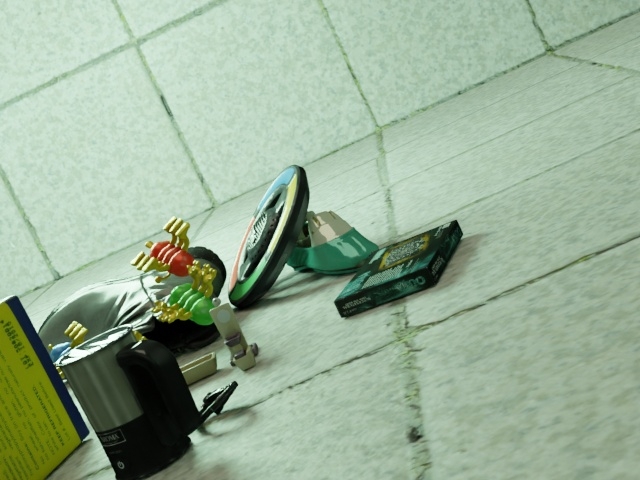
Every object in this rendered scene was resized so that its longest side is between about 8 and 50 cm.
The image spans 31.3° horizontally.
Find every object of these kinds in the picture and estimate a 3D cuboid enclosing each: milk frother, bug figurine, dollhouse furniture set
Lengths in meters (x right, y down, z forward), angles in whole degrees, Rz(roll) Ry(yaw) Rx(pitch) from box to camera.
[{"bbox_3d":[-0.167,0.145,1.149,0.129,0.134,0.143,-21,10,20],"label":"milk frother"},{"bbox_3d":[-0.235,0.105,1.473,0.279,0.072,0.216,-47,37,-12],"label":"bug figurine"},{"bbox_3d":[-0.142,0.125,1.354,0.114,0.081,0.091,-25,9,2],"label":"dollhouse furniture set"}]

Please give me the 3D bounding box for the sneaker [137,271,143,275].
[{"bbox_3d":[-0.276,0.105,1.860,0.095,0.090,0.235,5,33,47],"label":"sneaker"}]

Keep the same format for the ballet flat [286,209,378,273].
[{"bbox_3d":[0.000,0.000,1.648,0.083,0.087,0.247,-27,10,-22],"label":"ballet flat"}]

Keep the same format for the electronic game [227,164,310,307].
[{"bbox_3d":[-0.080,-0.007,1.689,0.229,0.048,0.229,-56,19,30],"label":"electronic game"}]

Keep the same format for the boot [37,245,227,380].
[{"bbox_3d":[-0.289,0.133,1.635,0.338,0.118,0.222,-32,18,11],"label":"boot"}]

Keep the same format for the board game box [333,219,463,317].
[{"bbox_3d":[0.099,0.033,1.399,0.126,0.026,0.186,-22,10,24],"label":"board game box"}]

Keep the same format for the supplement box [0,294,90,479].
[{"bbox_3d":[-0.445,0.230,1.217,0.195,0.194,0.356,-21,10,24],"label":"supplement box"}]
